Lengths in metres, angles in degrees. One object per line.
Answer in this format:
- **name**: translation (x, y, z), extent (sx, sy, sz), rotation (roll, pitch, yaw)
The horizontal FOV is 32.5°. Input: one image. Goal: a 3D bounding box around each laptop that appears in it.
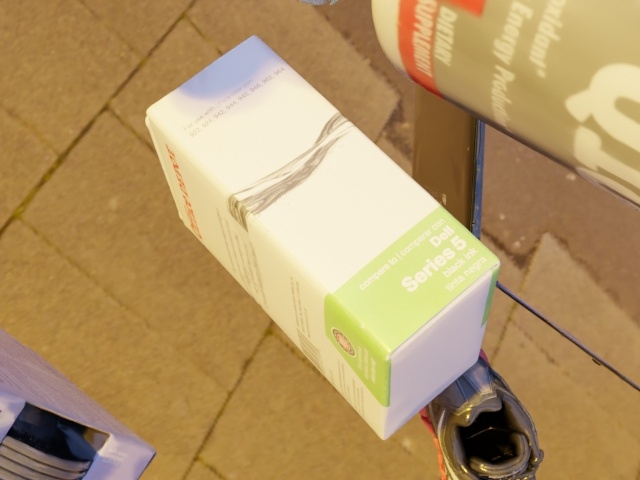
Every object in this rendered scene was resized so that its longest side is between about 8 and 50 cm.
- **laptop**: translation (0.250, -0.045, 1.317), extent (0.236, 0.382, 0.407), rotation (1, 98, -5)

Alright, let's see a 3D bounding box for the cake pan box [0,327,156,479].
- **cake pan box**: translation (-0.269, 0.088, 0.782), extent (0.070, 0.267, 0.246), rotation (-57, 153, -5)

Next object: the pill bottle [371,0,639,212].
- **pill bottle**: translation (0.173, -0.063, 0.361), extent (0.283, 0.161, 0.161), rotation (34, 43, 23)

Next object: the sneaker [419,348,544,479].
- **sneaker**: translation (0.177, 0.230, 1.142), extent (0.098, 0.135, 0.276), rotation (-27, 120, -6)

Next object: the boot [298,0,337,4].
- **boot**: translation (0.067, -0.255, 0.878), extent (0.262, 0.203, 0.095), rotation (18, 62, -18)

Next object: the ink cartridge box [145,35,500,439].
- **ink cartridge box**: translation (0.000, 0.000, 0.870), extent (0.115, 0.198, 0.273), rotation (-38, 68, -15)
